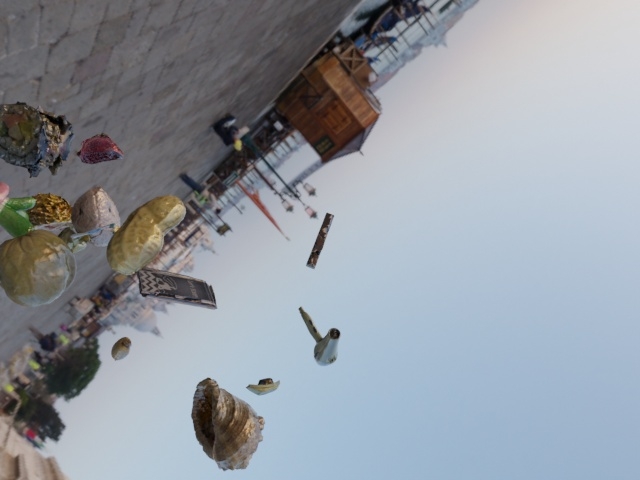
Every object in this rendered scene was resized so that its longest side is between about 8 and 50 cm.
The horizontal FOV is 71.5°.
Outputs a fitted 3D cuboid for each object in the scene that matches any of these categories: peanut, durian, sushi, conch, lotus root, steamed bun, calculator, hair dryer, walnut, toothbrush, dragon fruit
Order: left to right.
[{"bbox_3d":[-1.005,-0.360,1.563,0.238,0.225,0.219,-53,177,15],"label":"sushi"},{"bbox_3d":[-1.088,0.102,1.697,0.282,0.276,0.253,15,-152,37],"label":"walnut"},{"bbox_3d":[-1.405,-0.148,2.278,0.305,0.195,0.185,-6,178,1],"label":"durian"},{"bbox_3d":[-1.134,0.037,1.989,0.192,0.106,0.177,-5,-128,46],"label":"steamed bun"},{"bbox_3d":[-0.673,-0.029,1.316,0.162,0.014,0.017,-12,-134,16],"label":"toothbrush"},{"bbox_3d":[-0.794,-0.338,1.592,0.147,0.096,0.102,-10,174,-11],"label":"dragon fruit"},{"bbox_3d":[-0.740,0.402,1.649,0.150,0.062,0.073,-44,-147,38],"label":"lotus root"},{"bbox_3d":[-0.544,-0.028,1.397,0.147,0.147,0.305,-26,-148,52],"label":"peanut"},{"bbox_3d":[-0.500,0.168,1.561,0.028,0.274,0.165,-61,-146,17],"label":"calculator"},{"bbox_3d":[-0.353,0.689,1.687,0.297,0.352,0.210,-23,162,36],"label":"conch"},{"bbox_3d":[0.004,0.414,1.979,0.119,0.298,0.296,-22,172,-26],"label":"hair dryer"}]

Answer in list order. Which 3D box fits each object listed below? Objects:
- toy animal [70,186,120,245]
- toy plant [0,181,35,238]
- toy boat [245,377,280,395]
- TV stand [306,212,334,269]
[{"bbox_3d":[-0.967,-0.084,1.922,0.189,0.226,0.358,-12,173,-23],"label":"toy animal"},{"bbox_3d":[-1.393,-0.152,1.896,0.317,0.356,0.210,24,-101,46],"label":"toy plant"},{"bbox_3d":[-0.257,0.661,2.018,0.172,0.066,0.065,4,142,-43],"label":"toy boat"},{"bbox_3d":[0.000,0.000,1.654,0.042,0.036,0.249,111,0,-57],"label":"TV stand"}]
